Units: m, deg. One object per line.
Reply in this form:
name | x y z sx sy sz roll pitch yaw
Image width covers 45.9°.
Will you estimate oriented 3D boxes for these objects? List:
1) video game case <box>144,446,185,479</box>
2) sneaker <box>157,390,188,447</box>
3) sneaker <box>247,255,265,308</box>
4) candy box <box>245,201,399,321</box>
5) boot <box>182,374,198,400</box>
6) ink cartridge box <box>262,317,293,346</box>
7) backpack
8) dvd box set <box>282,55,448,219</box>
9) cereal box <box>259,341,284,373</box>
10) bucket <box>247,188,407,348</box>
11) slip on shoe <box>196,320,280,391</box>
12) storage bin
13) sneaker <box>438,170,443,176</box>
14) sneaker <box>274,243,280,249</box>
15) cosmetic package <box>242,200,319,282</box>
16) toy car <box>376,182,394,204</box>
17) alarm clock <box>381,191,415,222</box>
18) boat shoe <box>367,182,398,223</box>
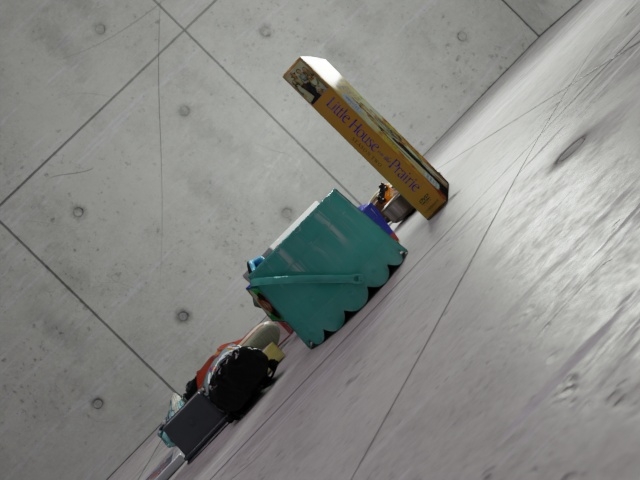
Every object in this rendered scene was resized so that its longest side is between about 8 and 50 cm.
video game case | -0.378 0.544 1.692 0.201 0.023 0.183 -46 1 -12
sneaker | -0.388 0.486 2.029 0.122 0.110 0.283 -49 2 -14
sneaker | -0.096 0.110 2.023 0.125 0.140 0.341 -24 12 -37
candy box | -0.002 0.059 1.745 0.268 0.122 0.317 -45 11 -20
boot | -0.361 0.452 2.393 0.246 0.094 0.207 -51 4 8
ink cartridge box | -0.121 0.240 2.080 0.115 0.067 0.198 -44 3 15
backpack | -0.171 0.276 1.521 0.152 0.115 0.182 -48 -1 -15
dvd box set | 0.114 -0.235 1.664 0.062 0.420 0.307 -45 1 16
cereal box | -0.183 0.328 1.742 0.173 0.047 0.240 -45 1 -26
bucket | 0.006 0.049 1.435 0.281 0.183 0.281 -46 1 1
slip on shoe | -0.225 0.302 1.962 0.123 0.101 0.331 6 -42 -44
storage bin | -0.256 0.377 1.572 0.135 0.091 0.098 -45 1 -3
sneaker | 0.298 -0.157 2.057 0.043 0.040 0.109 -28 -2 -23
sneaker | 0.000 0.000 1.977 0.279 0.107 0.118 -9 -56 -32
cosmetic package | -0.049 0.056 2.350 0.156 0.217 0.385 -44 0 31
toy car | 0.192 -0.125 1.960 0.040 0.060 0.122 2 -3 -27
alarm clock | 0.209 -0.089 1.976 0.192 0.064 0.129 -43 2 5
boat shoe | 0.227 -0.133 2.208 0.257 0.095 0.095 -45 7 -2
